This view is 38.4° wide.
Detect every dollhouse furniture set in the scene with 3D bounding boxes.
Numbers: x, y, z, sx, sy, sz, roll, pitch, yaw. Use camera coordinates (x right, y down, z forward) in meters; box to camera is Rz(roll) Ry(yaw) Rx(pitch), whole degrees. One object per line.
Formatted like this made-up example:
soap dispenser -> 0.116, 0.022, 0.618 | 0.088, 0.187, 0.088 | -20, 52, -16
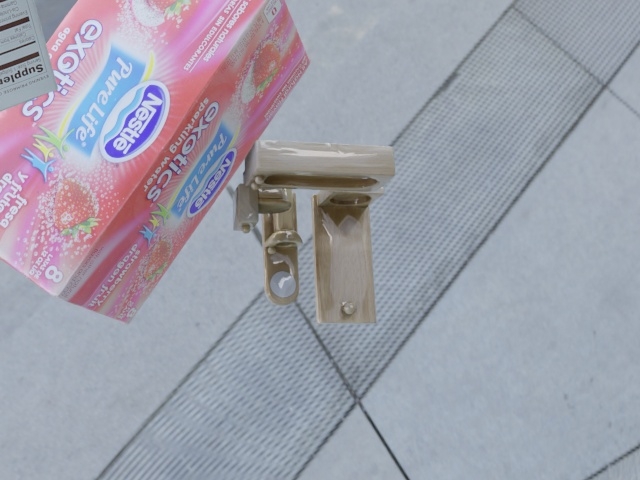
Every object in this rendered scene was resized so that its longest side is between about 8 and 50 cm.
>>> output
dollhouse furniture set -> 0.000, 0.000, 0.784 | 0.144, 0.151, 0.123 | 1, 76, -16

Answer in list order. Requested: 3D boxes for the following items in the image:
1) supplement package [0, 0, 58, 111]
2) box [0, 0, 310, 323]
supplement package -> -0.260, -0.174, 0.460 | 0.149, 0.203, 0.194 | -27, 44, -25
box -> -0.156, -0.096, 0.783 | 0.142, 0.154, 0.300 | 33, 84, 16
